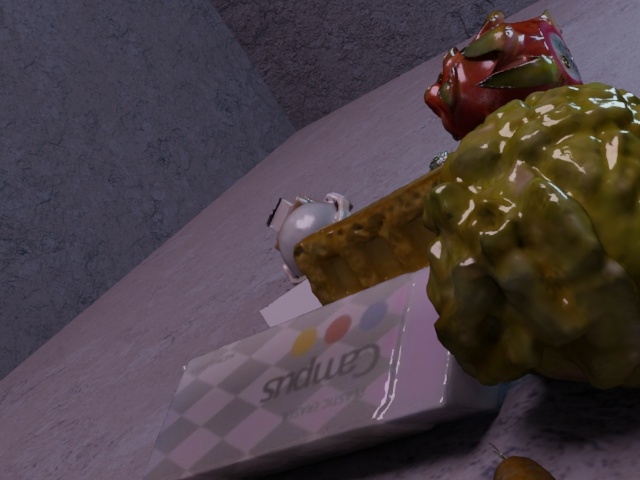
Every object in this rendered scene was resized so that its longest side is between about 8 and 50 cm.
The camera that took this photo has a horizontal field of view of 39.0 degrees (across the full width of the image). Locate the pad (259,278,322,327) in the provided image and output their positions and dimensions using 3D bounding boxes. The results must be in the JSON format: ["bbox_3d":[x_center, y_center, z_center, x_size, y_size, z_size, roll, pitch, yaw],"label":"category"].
[{"bbox_3d":[0.028,0.079,1.144,0.190,0.004,0.127,-34,51,-3],"label":"pad"}]

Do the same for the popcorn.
[{"bbox_3d":[0.178,0.013,0.683,0.259,0.259,0.212,-23,-6,41],"label":"popcorn"}]

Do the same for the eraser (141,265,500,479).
[{"bbox_3d":[-0.002,0.142,0.910,0.396,0.082,0.213,-25,34,36],"label":"eraser"}]

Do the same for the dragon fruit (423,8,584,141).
[{"bbox_3d":[0.281,-0.234,1.387,0.227,0.224,0.224,-33,12,23],"label":"dragon fruit"}]

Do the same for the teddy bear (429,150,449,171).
[{"bbox_3d":[0.177,-0.044,1.189,0.213,0.111,0.133,-46,-28,-76],"label":"teddy bear"}]

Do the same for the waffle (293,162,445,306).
[{"bbox_3d":[0.111,0.021,0.957,0.274,0.168,0.057,-27,9,37],"label":"waffle"}]

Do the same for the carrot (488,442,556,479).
[{"bbox_3d":[0.132,0.181,0.486,0.078,0.078,0.298,-32,14,8],"label":"carrot"}]

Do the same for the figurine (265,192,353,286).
[{"bbox_3d":[-0.003,-0.002,1.462,0.163,0.141,0.237,-62,15,3],"label":"figurine"}]
